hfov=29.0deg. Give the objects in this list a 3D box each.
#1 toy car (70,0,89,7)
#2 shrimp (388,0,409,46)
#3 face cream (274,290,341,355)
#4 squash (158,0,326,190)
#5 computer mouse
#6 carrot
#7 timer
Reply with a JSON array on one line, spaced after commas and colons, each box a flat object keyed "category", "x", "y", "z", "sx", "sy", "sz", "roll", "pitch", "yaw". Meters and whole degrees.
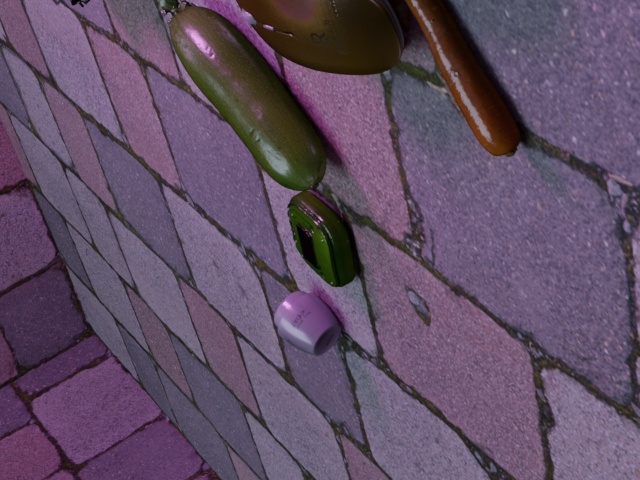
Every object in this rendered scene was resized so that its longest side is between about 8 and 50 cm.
[{"category": "toy car", "x": -0.398, "y": -0.486, "z": 2.010, "sx": 0.193, "sy": 0.118, "sz": 0.301, "roll": 56, "pitch": 161, "yaw": -17}, {"category": "shrimp", "x": 0.016, "y": -0.271, "z": 1.395, "sx": 0.249, "sy": 0.068, "sz": 0.150, "roll": 18, "pitch": 141, "yaw": 55}, {"category": "face cream", "x": -0.021, "y": 0.136, "z": 2.029, "sx": 0.095, "sy": 0.091, "sz": 0.091, "roll": 39, "pitch": 153, "yaw": 28}, {"category": "squash", "x": -0.113, "y": -0.217, "z": 1.731, "sx": 0.378, "sy": 0.101, "sz": 0.101, "roll": 53, "pitch": 160, "yaw": 22}, {"category": "computer mouse", "x": -0.016, "y": -0.243, "z": 1.351, "sx": 0.245, "sy": 0.056, "sz": 0.126, "roll": 22, "pitch": 153, "yaw": 40}, {"category": "carrot", "x": 0.132, "y": -0.193, "z": 1.255, "sx": 0.248, "sy": 0.043, "sz": 0.043, "roll": 61, "pitch": 161, "yaw": 2}, {"category": "timer", "x": 0.000, "y": 0.000, "z": 1.843, "sx": 0.128, "sy": 0.047, "sz": 0.140, "roll": 42, "pitch": 154, "yaw": 41}]
